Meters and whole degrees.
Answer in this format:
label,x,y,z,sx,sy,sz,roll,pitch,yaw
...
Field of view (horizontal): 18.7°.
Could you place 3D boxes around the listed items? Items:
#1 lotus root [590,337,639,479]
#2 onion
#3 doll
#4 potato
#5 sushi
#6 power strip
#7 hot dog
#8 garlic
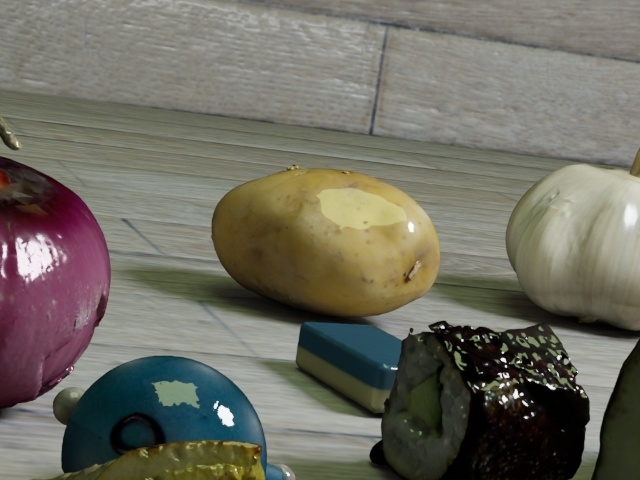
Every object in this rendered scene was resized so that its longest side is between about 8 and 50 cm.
label,x,y,z,sx,sy,sz,roll,pitch,yaw
lotus root,0.302,0.092,1.026,0.267,0.149,0.260,15,11,17
onion,-0.197,0.012,1.015,0.177,0.153,0.177,0,-1,0
doll,-0.066,0.093,0.853,0.114,0.085,0.152,21,-1,2
potato,0.000,0.000,1.419,0.178,0.109,0.118,9,29,34
sushi,0.083,0.094,1.000,0.084,0.098,0.094,0,31,-28
power strip,0.032,0.078,1.192,0.056,0.032,0.123,5,9,-26
hot dog,-0.081,0.116,0.733,0.078,0.061,0.169,12,-21,-36
garlic,0.250,-0.041,1.567,0.199,0.226,0.199,11,13,-3
